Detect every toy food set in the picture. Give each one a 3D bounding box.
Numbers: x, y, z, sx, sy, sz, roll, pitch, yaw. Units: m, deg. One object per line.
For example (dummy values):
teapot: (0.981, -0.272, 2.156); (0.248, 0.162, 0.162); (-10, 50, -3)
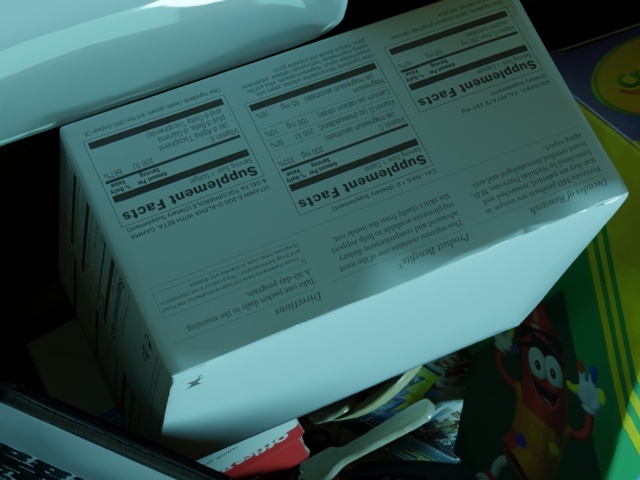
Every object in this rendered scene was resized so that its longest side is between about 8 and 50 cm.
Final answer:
toy food set: (0.026, 0.068, 0.958); (0.132, 0.192, 0.038); (-34, 116, 27)

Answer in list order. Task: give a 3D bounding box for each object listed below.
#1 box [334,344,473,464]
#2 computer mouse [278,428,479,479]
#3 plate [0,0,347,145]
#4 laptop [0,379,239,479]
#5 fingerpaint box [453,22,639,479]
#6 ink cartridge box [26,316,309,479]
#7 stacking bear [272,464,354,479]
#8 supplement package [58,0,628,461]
box: (0.101, 0.113, 1.147); (0.159, 0.044, 0.233); (-27, 146, 21)
computer mouse: (0.091, 0.213, 1.093); (0.272, 0.188, 0.072); (18, 110, -2)
plate: (-0.110, -0.156, 0.606); (0.277, 0.045, 0.278); (-22, 149, -17)
laptop: (-0.103, 0.294, 0.871); (0.382, 0.236, 0.408); (26, 157, -14)
fingerpaint box: (0.338, 0.000, 1.033); (0.445, 0.163, 0.371); (-20, 136, -27)
ink cartridge box: (-0.096, 0.116, 0.996); (0.134, 0.078, 0.231); (-28, 151, -5)
stacking bear: (-0.016, 0.280, 1.165); (0.175, 0.164, 0.289); (-20, -165, 16)
supplement package: (0.000, 0.000, 0.804); (0.262, 0.145, 0.204); (-20, 162, -18)
